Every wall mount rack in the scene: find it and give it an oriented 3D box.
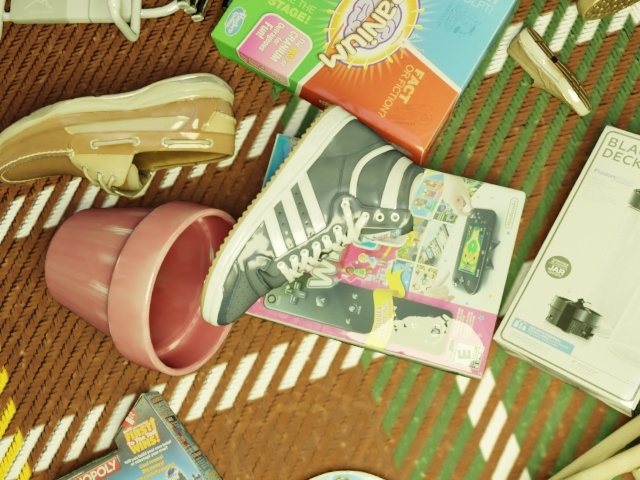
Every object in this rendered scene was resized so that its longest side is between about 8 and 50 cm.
[{"bbox_3d":[-0.350,-0.419,0.934,0.350,0.130,0.304,0,81,4],"label":"wall mount rack"}]

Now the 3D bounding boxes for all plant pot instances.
[{"bbox_3d":[-0.214,0.040,0.830,0.180,0.201,0.201,14,83,23],"label":"plant pot"}]

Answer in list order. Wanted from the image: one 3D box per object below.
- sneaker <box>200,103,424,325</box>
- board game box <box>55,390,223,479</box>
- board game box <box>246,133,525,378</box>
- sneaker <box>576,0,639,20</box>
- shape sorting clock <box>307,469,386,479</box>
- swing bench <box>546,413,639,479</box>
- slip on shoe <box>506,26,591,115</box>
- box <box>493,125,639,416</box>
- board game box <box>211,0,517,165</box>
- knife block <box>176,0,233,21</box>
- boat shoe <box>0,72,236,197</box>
[{"bbox_3d":[0.000,0.000,0.757,0.153,0.099,0.282,33,82,11],"label":"sneaker"},{"bbox_3d":[-0.214,0.295,0.847,0.194,0.060,0.194,-25,79,1],"label":"board game box"},{"bbox_3d":[0.067,0.020,0.847,0.303,0.097,0.224,14,83,8],"label":"board game box"},{"bbox_3d":[0.402,-0.359,0.895,0.192,0.064,0.086,-27,72,0],"label":"sneaker"},{"bbox_3d":[0.034,0.378,0.821,0.206,0.040,0.206,-1,81,5],"label":"shape sorting clock"},{"bbox_3d":[0.368,0.327,0.719,0.255,0.165,0.253,-35,79,8],"label":"swing bench"},{"bbox_3d":[0.291,-0.209,0.890,0.135,0.051,0.041,51,128,2],"label":"slip on shoe"},{"bbox_3d":[0.342,0.031,0.798,0.169,0.087,0.290,28,84,30],"label":"box"},{"bbox_3d":[0.056,-0.281,0.909,0.317,0.064,0.242,30,85,9],"label":"board game box"},{"bbox_3d":[-0.114,-0.437,0.939,0.088,0.242,0.275,16,38,24],"label":"knife block"},{"bbox_3d":[-0.261,-0.116,0.887,0.324,0.123,0.116,-15,82,4],"label":"boat shoe"}]
